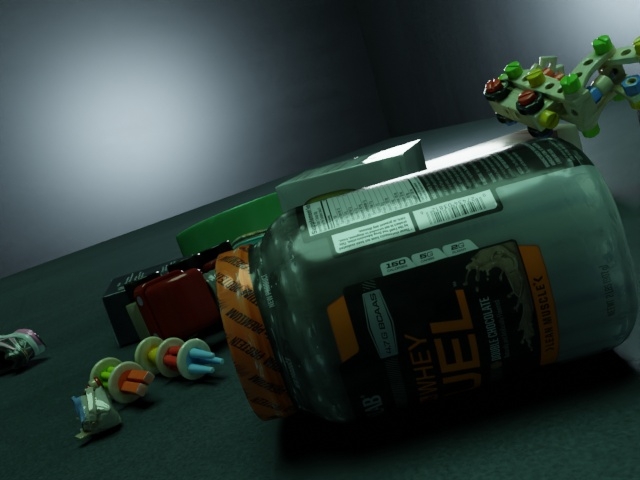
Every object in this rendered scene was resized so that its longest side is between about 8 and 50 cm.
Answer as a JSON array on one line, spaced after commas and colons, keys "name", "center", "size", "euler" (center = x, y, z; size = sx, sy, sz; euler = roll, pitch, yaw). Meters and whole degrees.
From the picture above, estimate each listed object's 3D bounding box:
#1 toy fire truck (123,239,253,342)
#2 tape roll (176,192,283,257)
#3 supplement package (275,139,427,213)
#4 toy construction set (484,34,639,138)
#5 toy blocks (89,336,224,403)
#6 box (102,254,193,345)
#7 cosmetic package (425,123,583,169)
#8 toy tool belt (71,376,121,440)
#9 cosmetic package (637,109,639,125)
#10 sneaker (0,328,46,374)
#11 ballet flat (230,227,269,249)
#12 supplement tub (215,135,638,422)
[{"name": "toy fire truck", "center": [-0.131, 0.083, 1.028], "size": [0.217, 0.158, 0.246], "euler": [-25, 3, -41]}, {"name": "tape roll", "center": [-0.167, -0.032, 1.611], "size": [0.321, 0.077, 0.321], "euler": [-21, 0, 0]}, {"name": "supplement package", "center": [0.070, -0.029, 1.086], "size": [0.203, 0.194, 0.149], "euler": [-13, 10, 21]}, {"name": "toy construction set", "center": [0.431, -0.281, 1.268], "size": [0.215, 0.151, 0.327], "euler": [-40, 17, -1]}, {"name": "toy blocks", "center": [-0.203, 0.164, 0.889], "size": [0.148, 0.054, 0.123], "euler": [-5, 15, 45]}, {"name": "box", "center": [-0.285, 0.100, 1.234], "size": [0.158, 0.093, 0.156], "euler": [-17, 11, -7]}, {"name": "cosmetic package", "center": [0.331, -0.118, 1.327], "size": [0.296, 0.129, 0.153], "euler": [-19, 11, -16]}, {"name": "toy tool belt", "center": [-0.271, 0.196, 0.823], "size": [0.051, 0.052, 0.083], "euler": [-32, 35, -17]}, {"name": "cosmetic package", "center": [0.626, -0.161, 1.089], "size": [0.224, 0.138, 0.225], "euler": [-12, 13, 23]}, {"name": "sneaker", "center": [-0.574, 0.201, 1.230], "size": [0.178, 0.072, 0.077], "euler": [-18, 20, 26]}, {"name": "ballet flat", "center": [0.000, 0.000, 1.298], "size": [0.349, 0.123, 0.123], "euler": [-14, 11, 12]}, {"name": "supplement tub", "center": [0.088, 0.043, 0.653], "size": [0.338, 0.207, 0.207], "euler": [-16, 11, 2]}]
